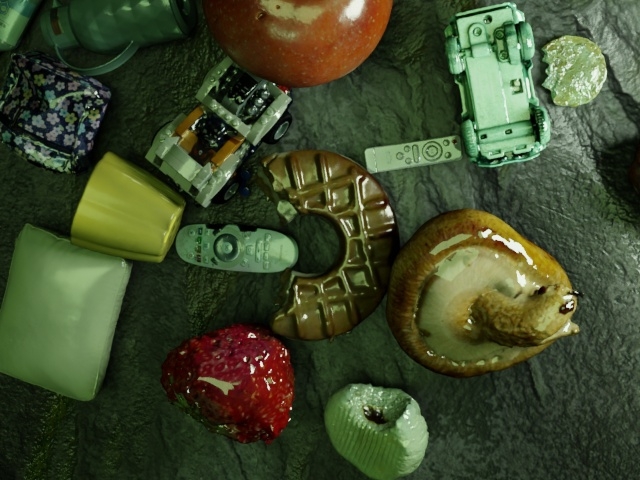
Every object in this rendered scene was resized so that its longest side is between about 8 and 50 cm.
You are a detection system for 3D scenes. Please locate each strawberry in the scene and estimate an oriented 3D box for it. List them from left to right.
[{"bbox_3d":[-0.162,0.260,1.743,0.274,0.274,0.220,34,70,4],"label":"strawberry"}]

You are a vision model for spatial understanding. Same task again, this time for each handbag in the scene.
[{"bbox_3d":[-0.529,-0.245,1.787,0.228,0.127,0.208,27,107,5],"label":"handbag"}]

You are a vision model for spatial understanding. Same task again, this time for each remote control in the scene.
[{"bbox_3d":[-0.165,0.013,1.802,0.256,0.045,0.098,7,95,12],"label":"remote control"},{"bbox_3d":[0.177,-0.165,1.733,0.184,0.027,0.050,-8,97,6],"label":"remote control"}]

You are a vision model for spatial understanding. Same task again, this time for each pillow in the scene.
[{"bbox_3d":[-0.530,0.145,1.840,0.255,0.120,0.323,19,99,7],"label":"pillow"}]

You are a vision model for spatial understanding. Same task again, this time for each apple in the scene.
[{"bbox_3d":[-0.040,-0.441,1.586,0.348,0.277,0.349,0,84,-1],"label":"apple"}]

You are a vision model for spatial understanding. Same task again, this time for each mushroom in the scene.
[{"bbox_3d":[0.283,0.104,1.622,0.345,0.260,0.346,0,114,-1],"label":"mushroom"}]

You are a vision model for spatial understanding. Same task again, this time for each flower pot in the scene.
[{"bbox_3d":[-0.365,-0.052,1.762,0.179,0.195,0.195,21,100,-4],"label":"flower pot"}]

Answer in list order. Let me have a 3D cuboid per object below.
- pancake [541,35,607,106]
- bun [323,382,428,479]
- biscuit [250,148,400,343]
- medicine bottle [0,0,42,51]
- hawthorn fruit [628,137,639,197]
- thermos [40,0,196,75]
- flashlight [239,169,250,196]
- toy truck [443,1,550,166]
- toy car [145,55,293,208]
[{"bbox_3d":[0.464,-0.310,1.666,0.116,0.022,0.130,-1,97,7],"label":"pancake"},{"bbox_3d":[0.116,0.354,1.757,0.212,0.126,0.204,46,128,7],"label":"bun"},{"bbox_3d":[0.019,0.007,1.710,0.268,0.115,0.367,-8,96,-6],"label":"biscuit"},{"bbox_3d":[-0.634,-0.431,1.817,0.090,0.054,0.209,34,102,3],"label":"medicine bottle"},{"bbox_3d":[0.671,-0.126,1.576,0.248,0.208,0.208,-10,96,-13],"label":"hawthorn fruit"},{"bbox_3d":[-0.388,-0.413,1.729,0.286,0.145,0.182,-12,74,12],"label":"thermos"},{"bbox_3d":[-0.194,-0.124,1.795,0.121,0.035,0.057,12,121,12],"label":"flashlight"},{"bbox_3d":[0.314,-0.275,1.627,0.154,0.156,0.279,-11,96,11],"label":"toy truck"},{"bbox_3d":[-0.188,-0.218,1.722,0.193,0.118,0.301,40,92,12],"label":"toy car"}]
